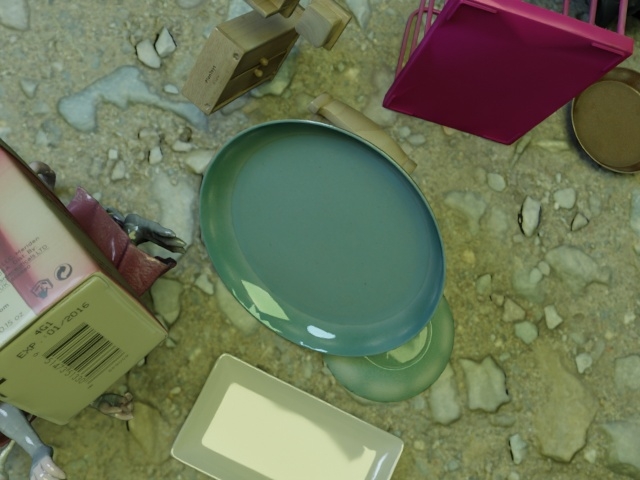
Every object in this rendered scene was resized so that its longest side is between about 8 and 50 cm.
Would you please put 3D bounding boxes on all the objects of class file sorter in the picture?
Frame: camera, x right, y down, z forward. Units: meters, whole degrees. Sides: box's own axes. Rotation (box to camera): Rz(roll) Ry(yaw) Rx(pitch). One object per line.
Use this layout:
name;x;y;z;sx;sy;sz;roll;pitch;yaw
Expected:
file sorter;0.231;-0.279;0.856;0.202;0.290;0.182;15;76;-7

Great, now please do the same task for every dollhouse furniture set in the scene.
dollhouse furniture set;0.034;-0.145;0.825;0.356;0.303;0.174;40;40;1

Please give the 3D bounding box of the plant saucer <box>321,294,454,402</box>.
plant saucer;0.094;0.121;0.896;0.195;0.037;0.194;2;80;-9

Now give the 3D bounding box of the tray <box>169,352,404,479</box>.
tray;-0.039;0.265;0.853;0.271;0.030;0.145;28;78;-5

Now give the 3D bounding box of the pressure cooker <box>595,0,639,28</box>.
pressure cooker;0.447;-0.513;0.889;0.421;0.370;0.375;27;81;-1

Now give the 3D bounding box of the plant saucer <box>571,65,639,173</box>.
plant saucer;0.452;-0.181;1.010;0.169;0.029;0.168;2;81;-10

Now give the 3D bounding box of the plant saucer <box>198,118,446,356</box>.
plant saucer;0.000;0.000;0.795;0.318;0.317;0.043;42;40;-1

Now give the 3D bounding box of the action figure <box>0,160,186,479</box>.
action figure;-0.318;0.112;0.718;0.276;0.248;0.370;36;74;-2

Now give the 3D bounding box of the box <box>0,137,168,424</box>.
box;-0.269;0.025;0.592;0.127;0.148;0.232;-41;62;-11
